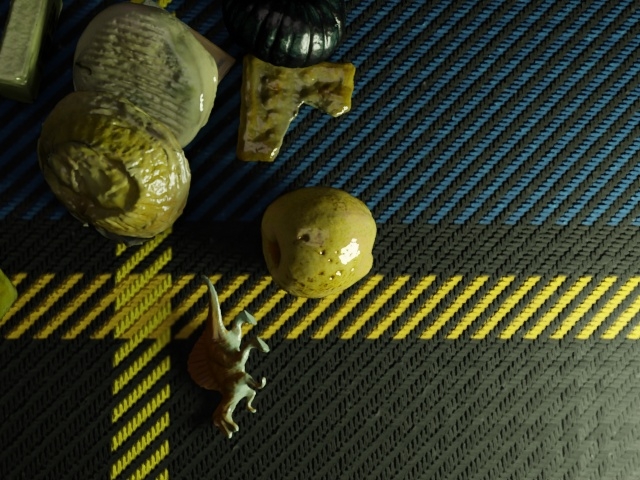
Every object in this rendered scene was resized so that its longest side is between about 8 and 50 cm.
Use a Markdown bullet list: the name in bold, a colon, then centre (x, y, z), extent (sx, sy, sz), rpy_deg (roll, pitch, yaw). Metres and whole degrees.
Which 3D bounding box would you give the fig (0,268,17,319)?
- **fig**: centre (-0.508, 0.066, 1.365), extent (0.154, 0.165, 0.144), rpy_deg (-9, 46, -34)

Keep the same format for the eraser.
- **eraser**: centre (-0.437, -0.300, 1.435), extent (0.058, 0.117, 0.172), rpy_deg (14, 82, -8)

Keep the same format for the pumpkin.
- **pumpkin**: centre (-0.055, -0.345, 1.455), extent (0.194, 0.150, 0.194), rpy_deg (-8, 55, 12)

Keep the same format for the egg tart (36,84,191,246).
- **egg tart**: centre (-0.309, -0.097, 1.388), extent (0.232, 0.098, 0.252), rpy_deg (-20, 110, 24)

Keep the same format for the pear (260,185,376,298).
- **pear**: centre (0.000, 0.000, 1.423), extent (0.178, 0.178, 0.177), rpy_deg (1, 83, -5)

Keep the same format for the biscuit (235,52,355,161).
- **biscuit**: centre (-0.038, -0.206, 1.498), extent (0.184, 0.039, 0.174), rpy_deg (1, 82, -4)

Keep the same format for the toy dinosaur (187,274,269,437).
- **toy dinosaur**: centre (-0.150, 0.172, 1.443), extent (0.142, 0.057, 0.212), rpy_deg (-41, 76, 11)

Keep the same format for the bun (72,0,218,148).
- **bun**: centre (-0.256, -0.234, 1.431), extent (0.210, 0.116, 0.237), rpy_deg (8, 113, 6)

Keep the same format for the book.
- **book**: centre (-0.235, -0.286, 1.503), extent (0.172, 0.012, 0.118), rpy_deg (35, 82, 0)
